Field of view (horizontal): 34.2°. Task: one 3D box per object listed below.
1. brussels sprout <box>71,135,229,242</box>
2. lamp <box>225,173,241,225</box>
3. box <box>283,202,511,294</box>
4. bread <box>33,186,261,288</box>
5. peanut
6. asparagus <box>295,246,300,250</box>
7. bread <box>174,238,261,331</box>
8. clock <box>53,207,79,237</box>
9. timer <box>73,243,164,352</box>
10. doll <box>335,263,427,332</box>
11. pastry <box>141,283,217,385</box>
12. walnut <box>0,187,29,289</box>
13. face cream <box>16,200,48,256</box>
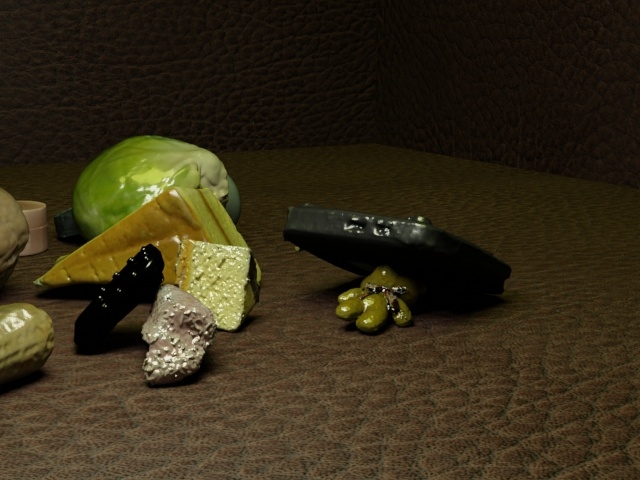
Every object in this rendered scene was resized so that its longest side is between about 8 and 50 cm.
[{"bbox_3d":[-0.373,-0.083,2.266,0.344,0.268,0.344,-4,29,2],"label":"brussels sprout"},{"bbox_3d":[-0.290,-0.090,2.517,0.198,0.197,0.244,-3,-4,-16],"label":"lamp"},{"bbox_3d":[0.146,0.018,1.958,0.350,0.091,0.359,7,-10,35],"label":"box"},{"bbox_3d":[-0.339,0.066,2.016,0.362,0.245,0.233,-30,-3,10],"label":"bread"},{"bbox_3d":[-0.483,0.162,1.474,0.120,0.110,0.236,31,33,25],"label":"peanut"},{"bbox_3d":[-0.026,0.009,2.446,0.015,0.014,0.114,25,21,24],"label":"asparagus"},{"bbox_3d":[-0.188,0.077,1.803,0.147,0.152,0.127,3,22,13],"label":"bread"},{"bbox_3d":[-0.515,-0.077,2.539,0.281,0.055,0.280,-17,10,3],"label":"clock"},{"bbox_3d":[-0.324,0.094,1.695,0.055,0.187,0.144,43,0,-16],"label":"timer"},{"bbox_3d":[0.104,0.098,1.837,0.137,0.097,0.209,11,20,20],"label":"doll"},{"bbox_3d":[-0.219,0.132,1.609,0.103,0.112,0.265,19,11,-13],"label":"pastry"},{"bbox_3d":[-0.678,0.001,1.935,0.273,0.227,0.273,1,17,0],"label":"walnut"},{"bbox_3d":[-0.698,-0.028,2.370,0.149,0.104,0.149,1,12,0],"label":"face cream"}]
